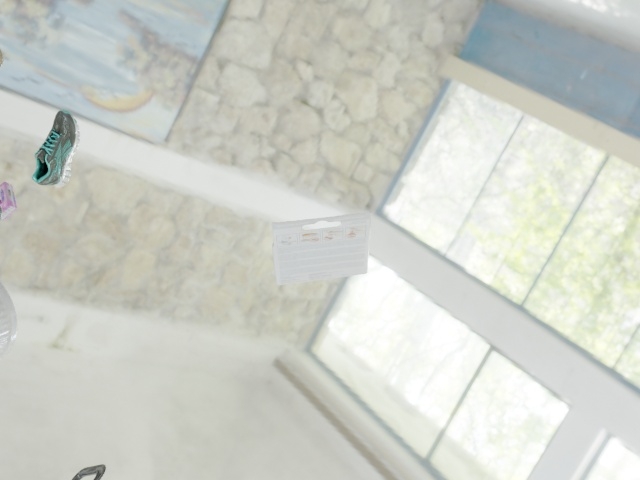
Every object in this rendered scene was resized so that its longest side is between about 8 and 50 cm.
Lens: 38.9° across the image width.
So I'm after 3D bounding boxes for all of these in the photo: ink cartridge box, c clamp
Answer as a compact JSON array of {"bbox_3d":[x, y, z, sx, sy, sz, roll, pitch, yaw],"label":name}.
[{"bbox_3d":[0.000,0.000,1.670,0.181,0.224,0.056,-7,-123,-3],"label":"ink cartridge box"},{"bbox_3d":[-0.559,0.575,2.090,0.022,0.161,0.137,50,-140,-18],"label":"c clamp"}]

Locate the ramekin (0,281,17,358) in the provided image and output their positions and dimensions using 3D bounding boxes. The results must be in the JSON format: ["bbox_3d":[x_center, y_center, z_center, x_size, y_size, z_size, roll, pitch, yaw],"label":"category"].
[{"bbox_3d":[-0.685,0.153,1.692,0.207,0.207,0.109,30,-158,11],"label":"ramekin"}]

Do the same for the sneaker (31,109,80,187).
[{"bbox_3d":[-0.531,-0.179,1.809,0.065,0.166,0.076,25,-158,25],"label":"sneaker"}]

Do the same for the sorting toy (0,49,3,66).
[{"bbox_3d":[-0.777,-0.395,1.832,0.307,0.229,0.041,56,167,37],"label":"sorting toy"}]

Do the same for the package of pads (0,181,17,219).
[{"bbox_3d":[-0.764,-0.096,2.194,0.032,0.050,0.083,36,-157,-52],"label":"package of pads"}]

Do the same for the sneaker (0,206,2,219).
[{"bbox_3d":[-0.789,-0.078,1.807,0.270,0.090,0.145,-6,-140,-39],"label":"sneaker"}]
